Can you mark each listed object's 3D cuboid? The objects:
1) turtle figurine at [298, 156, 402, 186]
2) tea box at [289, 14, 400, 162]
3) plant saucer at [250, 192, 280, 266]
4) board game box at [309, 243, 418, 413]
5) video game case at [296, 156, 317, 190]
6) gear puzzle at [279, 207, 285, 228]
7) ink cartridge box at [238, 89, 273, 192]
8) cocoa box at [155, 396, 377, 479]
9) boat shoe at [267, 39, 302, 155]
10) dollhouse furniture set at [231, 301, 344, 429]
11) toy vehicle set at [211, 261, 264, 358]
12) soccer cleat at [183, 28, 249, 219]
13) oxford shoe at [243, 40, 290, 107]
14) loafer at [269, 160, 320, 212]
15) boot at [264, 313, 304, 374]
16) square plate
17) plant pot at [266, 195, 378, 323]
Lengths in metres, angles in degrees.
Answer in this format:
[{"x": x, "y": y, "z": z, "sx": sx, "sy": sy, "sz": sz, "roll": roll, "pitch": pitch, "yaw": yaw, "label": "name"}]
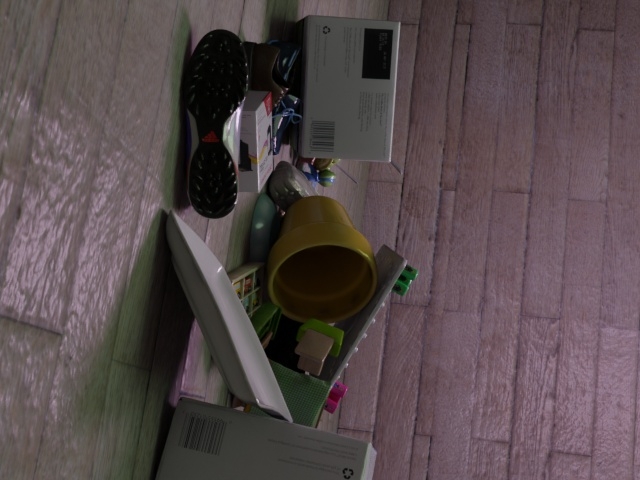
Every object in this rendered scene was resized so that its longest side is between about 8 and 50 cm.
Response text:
[{"x": 0.057, "y": -0.284, "z": 2.390, "sx": 0.198, "sy": 0.275, "sz": 0.266, "roll": 165, "pitch": -81, "yaw": -78, "label": "turtle figurine"}, {"x": 0.050, "y": -0.374, "z": 2.103, "sx": 0.323, "sy": 0.220, "sz": 0.329, "roll": -122, "pitch": -145, "yaw": -78, "label": "tea box"}, {"x": -0.126, "y": -0.016, "z": 2.035, "sx": 0.195, "sy": 0.037, "sz": 0.195, "roll": 5, "pitch": 90, "yaw": -80, "label": "plant saucer"}, {"x": 0.095, "y": 0.202, "z": 2.081, "sx": 0.390, "sy": 0.050, "sz": 0.390, "roll": -59, "pitch": -175, "yaw": 3, "label": "board game box"}, {"x": -0.039, "y": -0.176, "z": 2.501, "sx": 0.193, "sy": 0.023, "sz": 0.212, "roll": -74, "pitch": 166, "yaw": -48, "label": "video game case"}, {"x": 0.000, "y": 0.000, "z": 2.319, "sx": 0.339, "sy": 0.044, "sz": 0.175, "roll": 36, "pitch": 55, "yaw": -46, "label": "gear puzzle"}, {"x": -0.144, "y": -0.199, "z": 1.714, "sx": 0.127, "sy": 0.072, "sz": 0.175, "roll": -69, "pitch": 161, "yaw": -61, "label": "ink cartridge box"}, {"x": -0.092, "y": 0.435, "z": 1.506, "sx": 0.228, "sy": 0.347, "sz": 0.231, "roll": 69, "pitch": 33, "yaw": -72, "label": "cocoa box"}, {"x": -0.089, "y": -0.319, "z": 1.925, "sx": 0.109, "sy": 0.089, "sz": 0.258, "roll": -41, "pitch": 136, "yaw": -76, "label": "boat shoe"}, {"x": -0.088, "y": 0.312, "z": 1.811, "sx": 0.151, "sy": 0.197, "sz": 0.301, "roll": -53, "pitch": 162, "yaw": -59, "label": "dollhouse furniture set"}, {"x": -0.174, "y": 0.145, "z": 1.838, "sx": 0.267, "sy": 0.035, "sz": 0.166, "roll": -33, "pitch": 128, "yaw": -78, "label": "toy vehicle set"}, {"x": -0.184, "y": -0.196, "z": 1.461, "sx": 0.116, "sy": 0.109, "sz": 0.318, "roll": -166, "pitch": -103, "yaw": -77, "label": "soccer cleat"}, {"x": -0.113, "y": -0.296, "z": 1.782, "sx": 0.083, "sy": 0.096, "sz": 0.227, "roll": -72, "pitch": 166, "yaw": -60, "label": "oxford shoe"}, {"x": -0.026, "y": -0.069, "z": 2.163, "sx": 0.111, "sy": 0.112, "sz": 0.319, "roll": -86, "pitch": 153, "yaw": -46, "label": "loafer"}, {"x": -0.096, "y": 0.351, "z": 2.114, "sx": 0.260, "sy": 0.131, "sz": 0.348, "roll": 89, "pitch": -2, "yaw": -70, "label": "boot"}, {"x": -0.159, "y": 0.151, "z": 1.472, "sx": 0.347, "sy": 0.049, "sz": 0.344, "roll": 64, "pitch": -1, "yaw": 18, "label": "square plate"}, {"x": -0.005, "y": 0.027, "z": 2.011, "sx": 0.239, "sy": 0.254, "sz": 0.254, "roll": -98, "pitch": -176, "yaw": -50, "label": "plant pot"}]
